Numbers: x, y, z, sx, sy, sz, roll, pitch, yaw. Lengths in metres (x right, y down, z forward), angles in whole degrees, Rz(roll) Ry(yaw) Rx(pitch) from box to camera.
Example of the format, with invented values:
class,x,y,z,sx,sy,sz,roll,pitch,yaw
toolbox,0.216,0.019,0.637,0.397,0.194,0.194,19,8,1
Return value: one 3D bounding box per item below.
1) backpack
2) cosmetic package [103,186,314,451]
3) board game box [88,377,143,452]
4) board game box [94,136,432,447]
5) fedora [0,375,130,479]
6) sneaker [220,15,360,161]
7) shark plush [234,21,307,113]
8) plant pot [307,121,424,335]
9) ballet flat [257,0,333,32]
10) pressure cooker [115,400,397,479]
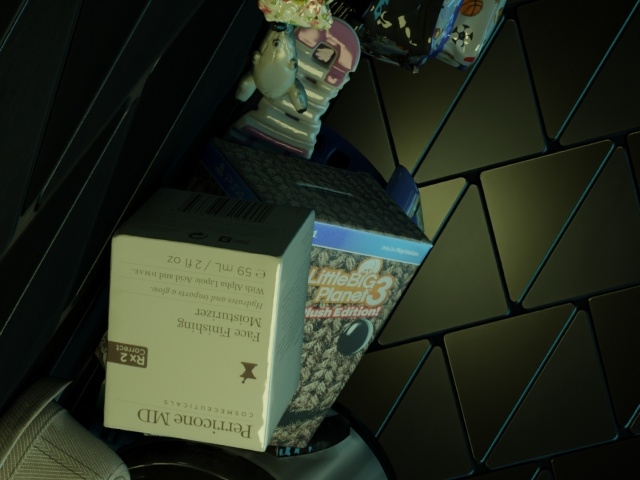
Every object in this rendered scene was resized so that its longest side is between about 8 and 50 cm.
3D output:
class,x,y,z,sx,sy,sz,roll,pitch,yaw
backpack,0.129,-0.330,1.889,0.276,0.213,0.263,-62,-170,-3
cosmetic package,-0.098,0.067,1.364,0.151,0.151,0.184,-59,155,-70
board game box,-0.222,0.161,2.126,0.254,0.079,0.336,-59,180,-26
board game box,-0.063,0.063,1.646,0.141,0.232,0.291,50,-61,42
fedora,-0.254,0.252,1.343,0.275,0.124,0.244,-60,179,35
sneaker,-0.040,-0.151,1.685,0.236,0.095,0.104,-57,-162,16
shark plush,-0.050,-0.194,1.514,0.161,0.073,0.067,83,12,-55
plant pot,0.000,0.000,1.907,0.236,0.212,0.236,73,41,-71
ballet flat,0.030,-0.277,1.246,0.241,0.077,0.091,-60,179,15
pressure cooker,-0.097,0.368,1.891,0.375,0.370,0.420,-35,177,22
